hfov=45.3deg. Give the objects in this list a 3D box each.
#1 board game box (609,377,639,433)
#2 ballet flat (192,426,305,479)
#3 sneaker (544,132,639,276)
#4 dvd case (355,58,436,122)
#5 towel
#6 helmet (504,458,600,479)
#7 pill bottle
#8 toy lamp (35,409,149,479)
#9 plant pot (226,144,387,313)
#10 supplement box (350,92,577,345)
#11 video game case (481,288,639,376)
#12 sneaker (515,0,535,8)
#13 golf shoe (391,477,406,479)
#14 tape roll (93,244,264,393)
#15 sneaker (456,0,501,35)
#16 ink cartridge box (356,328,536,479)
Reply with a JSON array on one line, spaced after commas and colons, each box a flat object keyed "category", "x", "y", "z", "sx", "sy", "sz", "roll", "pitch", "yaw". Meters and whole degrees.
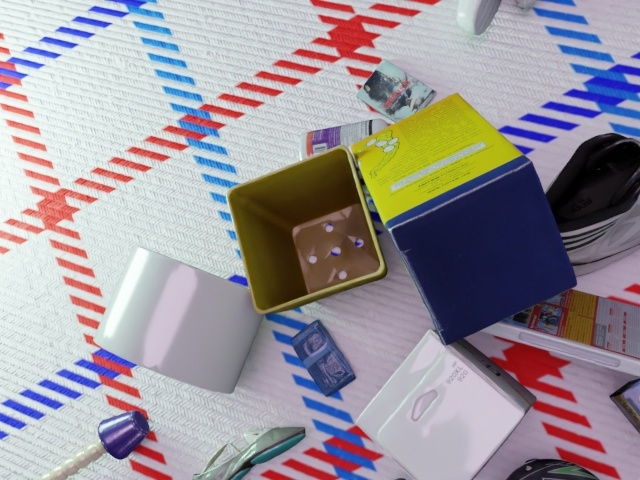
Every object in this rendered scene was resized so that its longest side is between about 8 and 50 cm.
[{"category": "board game box", "x": 0.506, "y": 0.302, "z": 1.062, "sx": 0.042, "sy": 0.165, "sz": 0.243, "roll": -38, "pitch": 71, "yaw": 4}, {"category": "ballet flat", "x": -0.124, "y": 0.353, "z": 1.273, "sx": 0.213, "sy": 0.072, "sz": 0.068, "roll": -37, "pitch": 67, "yaw": 5}, {"category": "sneaker", "x": 0.513, "y": -0.091, "z": 1.100, "sx": 0.447, "sy": 0.257, "sz": 0.169, "roll": -27, "pitch": 72, "yaw": 8}, {"category": "dvd case", "x": 0.134, "y": -0.261, "z": 1.372, "sx": 0.119, "sy": 0.013, "sz": 0.087, "roll": 38, "pitch": 89, "yaw": 19}, {"category": "towel", "x": 0.003, "y": 0.199, "z": 1.294, "sx": 0.067, "sy": 0.029, "sz": 0.119, "roll": -37, "pitch": 71, "yaw": 5}, {"category": "helmet", "x": 0.335, "y": 0.390, "z": 1.090, "sx": 0.169, "sy": 0.161, "sz": 0.170, "roll": -3, "pitch": 77, "yaw": 15}, {"category": "pill bottle", "x": 0.069, "y": -0.149, "z": 1.314, "sx": 0.193, "sy": 0.108, "sz": 0.108, "roll": -9, "pitch": 75, "yaw": 13}, {"category": "toy lamp", "x": -0.421, "y": 0.388, "z": 1.343, "sx": 0.274, "sy": 0.080, "sz": 0.080, "roll": -35, "pitch": 71, "yaw": 7}, {"category": "plant pot", "x": 0.000, "y": 0.000, "z": 1.254, "sx": 0.212, "sy": 0.187, "sz": 0.212, "roll": -20, "pitch": 73, "yaw": 14}, {"category": "supplement box", "x": 0.187, "y": -0.048, "z": 1.107, "sx": 0.195, "sy": 0.356, "sz": 0.194, "roll": -26, "pitch": 114, "yaw": 6}, {"category": "video game case", "x": 0.373, "y": 0.119, "z": 1.129, "sx": 0.285, "sy": 0.204, "sz": 0.025, "roll": 15, "pitch": 112, "yaw": 18}, {"category": "sneaker", "x": 0.423, "y": -0.499, "z": 1.303, "sx": 0.153, "sy": 0.094, "sz": 0.235, "roll": 13, "pitch": 71, "yaw": 26}, {"category": "golf shoe", "x": 0.176, "y": 0.488, "z": 1.159, "sx": 0.120, "sy": 0.105, "sz": 0.273, "roll": -15, "pitch": 78, "yaw": -7}, {"category": "tape roll", "x": -0.224, "y": 0.128, "z": 1.260, "sx": 0.246, "sy": 0.246, "sz": 0.169, "roll": 19, "pitch": 84, "yaw": 18}, {"category": "sneaker", "x": 0.248, "y": -0.496, "z": 1.353, "sx": 0.169, "sy": 0.108, "sz": 0.293, "roll": 15, "pitch": 72, "yaw": 19}, {"category": "ink cartridge box", "x": 0.190, "y": 0.247, "z": 1.115, "sx": 0.168, "sy": 0.232, "sz": 0.171, "roll": 39, "pitch": 97, "yaw": 20}]
